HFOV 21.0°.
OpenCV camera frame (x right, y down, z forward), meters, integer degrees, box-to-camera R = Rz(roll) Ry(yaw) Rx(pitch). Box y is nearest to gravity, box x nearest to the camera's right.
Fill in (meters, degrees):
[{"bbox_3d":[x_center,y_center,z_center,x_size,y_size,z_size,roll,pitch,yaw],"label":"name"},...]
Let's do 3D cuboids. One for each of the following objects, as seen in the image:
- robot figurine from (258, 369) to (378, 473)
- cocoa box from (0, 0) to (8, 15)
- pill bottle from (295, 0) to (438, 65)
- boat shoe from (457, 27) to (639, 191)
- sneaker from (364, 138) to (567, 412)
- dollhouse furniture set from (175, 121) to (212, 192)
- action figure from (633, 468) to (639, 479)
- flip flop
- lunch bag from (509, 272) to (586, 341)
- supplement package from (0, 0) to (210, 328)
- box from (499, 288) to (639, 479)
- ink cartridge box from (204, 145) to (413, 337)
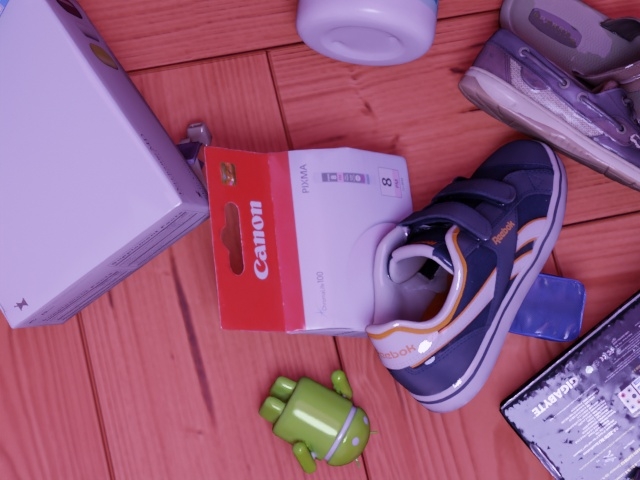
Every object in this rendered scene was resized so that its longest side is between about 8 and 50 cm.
[{"bbox_3d":[-0.002,0.179,1.702,0.115,0.067,0.101,30,61,-1],"label":"robot figurine"},{"bbox_3d":[-0.500,-0.202,1.552,0.347,0.231,0.228,10,68,39],"label":"cocoa box"},{"bbox_3d":[0.059,-0.327,1.802,0.146,0.146,0.264,9,75,-7],"label":"pill bottle"},{"bbox_3d":[0.284,-0.126,1.798,0.285,0.103,0.092,28,91,-3],"label":"boat shoe"},{"bbox_3d":[0.145,0.003,1.704,0.127,0.126,0.321,44,54,-30],"label":"sneaker"},{"bbox_3d":[-0.166,-0.060,1.769,0.114,0.091,0.081,-9,119,11],"label":"dollhouse furniture set"},{"bbox_3d":[0.444,0.236,1.612,0.285,0.099,0.185,-21,104,12],"label":"action figure"},{"bbox_3d":[0.323,-0.200,1.845,0.277,0.080,0.112,28,73,-3],"label":"flip flop"},{"bbox_3d":[0.217,0.065,1.769,0.098,0.065,0.067,12,90,-7],"label":"lunch bag"},{"bbox_3d":[-0.263,-0.080,1.652,0.204,0.145,0.262,-36,84,9],"label":"supplement package"},{"bbox_3d":[0.378,0.165,1.715,0.322,0.079,0.257,-40,86,3],"label":"box"},{"bbox_3d":[0.000,0.000,1.699,0.232,0.066,0.189,8,71,-46],"label":"ink cartridge box"}]
